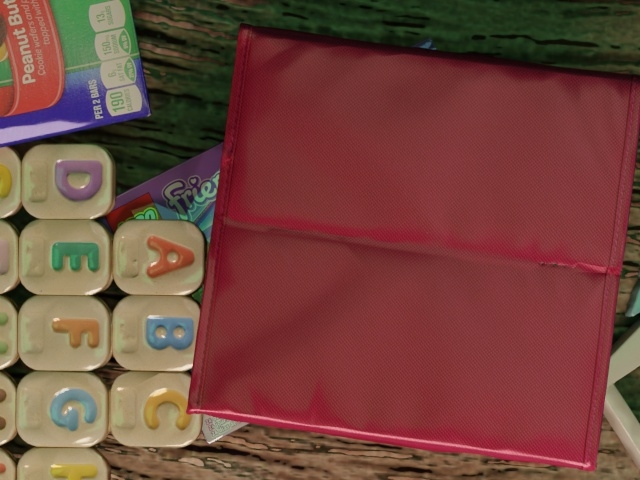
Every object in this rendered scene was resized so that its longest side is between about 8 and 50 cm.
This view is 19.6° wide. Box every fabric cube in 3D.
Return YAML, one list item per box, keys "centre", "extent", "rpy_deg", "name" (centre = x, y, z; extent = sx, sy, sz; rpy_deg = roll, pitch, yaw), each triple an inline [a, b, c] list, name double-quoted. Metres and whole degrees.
- centre: [0.061, 0.008, 1.261]
  extent: [0.258, 0.254, 0.259]
  rpy_deg: [8, 88, 2]
  name: "fabric cube"

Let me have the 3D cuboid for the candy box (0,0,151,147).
- centre: [-0.305, -0.196, 1.340]
  extent: [0.317, 0.122, 0.268]
  rpy_deg: [-12, 108, -7]
  name: "candy box"

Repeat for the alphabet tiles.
- centre: [-0.225, 0.069, 1.383]
  extent: [0.278, 0.021, 0.284]
  rpy_deg: [1, 89, 6]
  name: "alphabet tiles"

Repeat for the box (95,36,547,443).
- centre: [0.000, 0.000, 1.415]
  extent: [0.293, 0.057, 0.201]
  rpy_deg: [-27, 88, -1]
  name: "box"

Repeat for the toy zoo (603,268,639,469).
- centre: [0.342, 0.142, 1.488]
  extent: [0.192, 0.030, 0.293]
  rpy_deg: [-32, 92, -9]
  name: "toy zoo"
